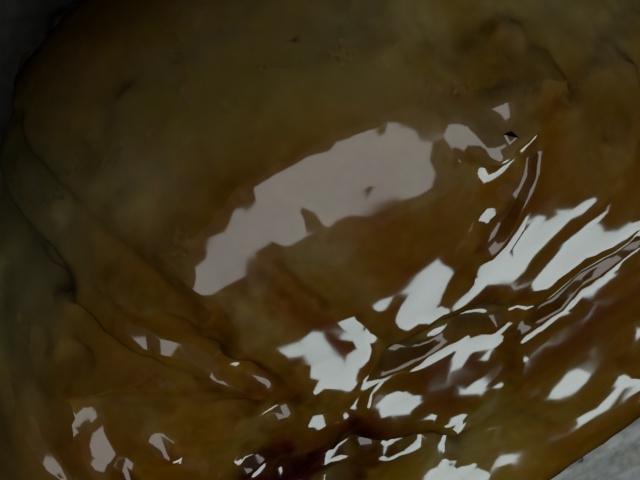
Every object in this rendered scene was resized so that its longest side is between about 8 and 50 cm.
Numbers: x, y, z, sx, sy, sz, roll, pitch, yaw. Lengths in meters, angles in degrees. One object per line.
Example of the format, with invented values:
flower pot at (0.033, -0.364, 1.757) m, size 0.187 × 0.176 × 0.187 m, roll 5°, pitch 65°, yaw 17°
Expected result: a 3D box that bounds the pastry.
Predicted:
pastry at (0.000, 0.000, 0.796) m, size 0.409 × 0.245 × 0.409 m, roll -20°, pitch 141°, yaw -17°
